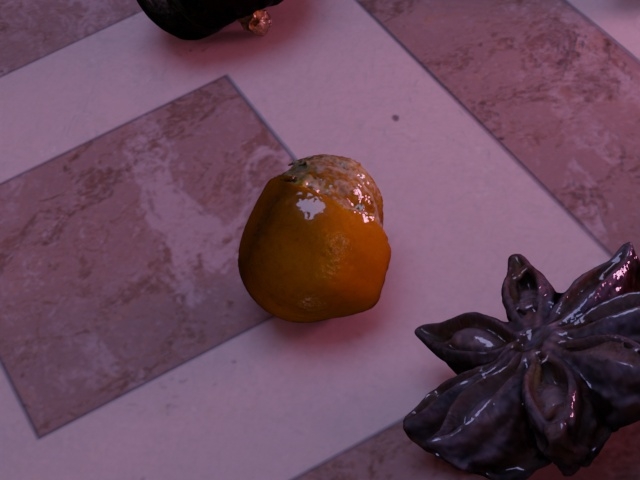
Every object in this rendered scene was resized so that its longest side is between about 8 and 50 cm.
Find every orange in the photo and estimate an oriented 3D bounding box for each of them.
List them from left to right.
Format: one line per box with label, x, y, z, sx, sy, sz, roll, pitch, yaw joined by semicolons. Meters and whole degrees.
orange;0.000;0.000;1.335;0.134;0.156;0.156;34;53;-9

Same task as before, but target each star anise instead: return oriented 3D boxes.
star anise;0.179;0.105;1.200;0.236;0.109;0.223;-9;37;32

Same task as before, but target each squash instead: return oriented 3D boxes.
squash;-0.102;-0.289;1.629;0.193;0.155;0.193;-4;3;0
